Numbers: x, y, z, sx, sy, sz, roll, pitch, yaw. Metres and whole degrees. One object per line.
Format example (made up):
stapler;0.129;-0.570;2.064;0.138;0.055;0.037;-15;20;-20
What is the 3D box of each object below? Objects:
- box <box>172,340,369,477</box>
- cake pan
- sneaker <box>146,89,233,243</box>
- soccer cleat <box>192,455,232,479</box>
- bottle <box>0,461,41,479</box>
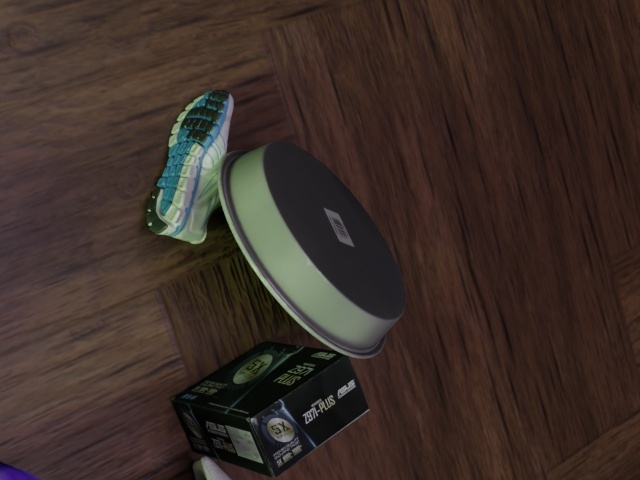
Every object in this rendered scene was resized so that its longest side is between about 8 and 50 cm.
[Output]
box;-0.060;0.189;1.277;0.147;0.180;0.077;-30;107;-31
cake pan;0.000;0.000;1.288;0.293;0.054;0.293;44;23;-24
sneaker;-0.138;-0.084;1.305;0.083;0.071;0.190;30;75;-44
soccer cleat;-0.221;0.362;1.220;0.331;0.116;0.143;-29;86;-32
bottle;-0.308;0.270;1.041;0.092;0.283;0.118;39;67;-28
